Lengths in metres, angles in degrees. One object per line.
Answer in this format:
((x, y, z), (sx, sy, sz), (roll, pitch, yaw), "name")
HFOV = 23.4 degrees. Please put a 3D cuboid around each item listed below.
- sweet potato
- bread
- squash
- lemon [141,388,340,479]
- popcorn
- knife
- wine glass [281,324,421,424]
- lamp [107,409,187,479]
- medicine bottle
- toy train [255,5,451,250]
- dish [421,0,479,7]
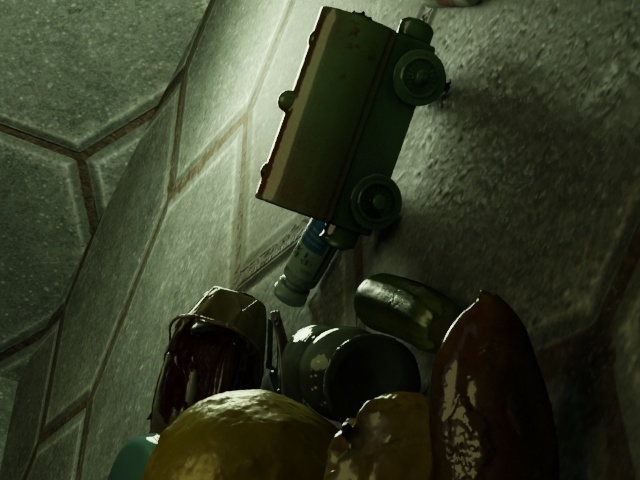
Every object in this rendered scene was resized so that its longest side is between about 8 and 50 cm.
((0.131, 0.230, 1.196), (0.109, 0.109, 0.385), (154, 122, -67), "sweet potato")
((-0.135, 0.188, 1.971), (0.224, 0.142, 0.212), (94, -167, -48), "bread")
((0.088, 0.072, 1.578), (0.066, 0.066, 0.229), (-70, 17, 0), "squash")
((-0.070, 0.263, 1.565), (0.288, 0.233, 0.233), (142, 145, -77), "lemon")
((0.073, 0.207, 1.348), (0.148, 0.152, 0.167), (22, 67, 46), "popcorn")
((-0.049, 0.207, 1.849), (0.278, 0.053, 0.123), (-89, -3, -53), "knife")
((0.024, 0.139, 1.633), (0.231, 0.103, 0.103), (-172, 102, -76), "wine glass")
((-0.192, 0.356, 1.810), (0.209, 0.147, 0.284), (-50, 21, 50), "lamp")
((0.000, 0.000, 1.961), (0.191, 0.051, 0.051), (-59, 19, 28), "medicine bottle")
((0.031, -0.137, 1.801), (0.116, 0.177, 0.285), (-157, 87, -74), "toy train")
((0.163, -0.361, 1.844), (0.154, 0.064, 0.234), (-69, 18, 2), "dish")
